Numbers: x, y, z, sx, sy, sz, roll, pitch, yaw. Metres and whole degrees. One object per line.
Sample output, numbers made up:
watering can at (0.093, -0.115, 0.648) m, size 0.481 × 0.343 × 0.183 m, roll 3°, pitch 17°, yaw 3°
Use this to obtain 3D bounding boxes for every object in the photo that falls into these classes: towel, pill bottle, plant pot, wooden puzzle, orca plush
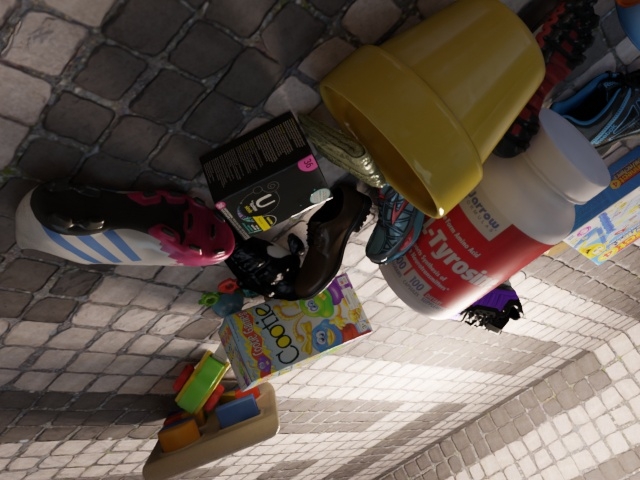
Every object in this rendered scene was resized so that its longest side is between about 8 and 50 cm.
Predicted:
towel at (0.031, -0.136, 0.926) m, size 0.027 × 0.148 × 0.110 m, roll -52°, pitch 146°, yaw -5°
pill bottle at (0.309, -0.043, 1.124) m, size 0.229 × 0.229 × 0.407 m, roll 7°, pitch 141°, yaw -39°
plant pot at (0.166, -0.201, 0.844) m, size 0.239 × 0.254 × 0.254 m, roll -43°, pitch 146°, yaw -1°
wooden puzzle at (-0.267, 0.443, 1.497) m, size 0.322 × 0.080 × 0.348 m, roll -20°, pitch -175°, yaw -6°
orca plush at (-0.095, 0.049, 1.100) m, size 0.151 × 0.102 × 0.287 m, roll -26°, pitch 137°, yaw 0°

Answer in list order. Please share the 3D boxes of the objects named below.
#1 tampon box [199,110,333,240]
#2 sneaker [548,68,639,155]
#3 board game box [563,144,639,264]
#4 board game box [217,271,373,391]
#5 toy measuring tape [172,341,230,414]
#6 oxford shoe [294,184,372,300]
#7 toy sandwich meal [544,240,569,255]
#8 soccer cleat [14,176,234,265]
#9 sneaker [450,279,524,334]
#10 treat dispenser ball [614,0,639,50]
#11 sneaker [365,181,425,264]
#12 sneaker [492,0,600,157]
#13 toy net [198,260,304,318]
tampon box at (-0.082, -0.097, 0.938) m, size 0.161 × 0.101 × 0.120 m, roll -26°, pitch 147°, yaw 4°
sneaker at (0.575, -0.256, 1.113) m, size 0.341 × 0.125 × 0.139 m, roll -29°, pitch 142°, yaw 4°
board game box at (0.757, -0.087, 1.505) m, size 0.308 × 0.086 × 0.302 m, roll -41°, pitch 144°, yaw 24°
board game box at (-0.056, 0.193, 1.272) m, size 0.275 × 0.142 × 0.144 m, roll -19°, pitch 165°, yaw -21°
toy measuring tape at (-0.261, 0.312, 1.392) m, size 0.122 × 0.121 × 0.330 m, roll 2°, pitch 139°, yaw -35°
oxford shoe at (0.000, 0.000, 1.106) m, size 0.096 × 0.083 × 0.227 m, roll 26°, pitch 89°, yaw -42°
toy sandwich meal at (0.628, 0.011, 1.617) m, size 0.086 × 0.029 × 0.085 m, roll -17°, pitch 151°, yaw -10°
soccer cleat at (-0.297, -0.015, 0.933) m, size 0.331 × 0.115 × 0.143 m, roll 13°, pitch 148°, yaw -40°
sneaker at (0.437, 0.191, 1.642) m, size 0.294 × 0.146 × 0.102 m, roll -8°, pitch 144°, yaw -25°
treat dispenser ball at (0.544, -0.359, 0.793) m, size 0.288 × 0.288 × 0.288 m, roll -17°, pitch 147°, yaw -11°
sneaker at (0.130, -0.083, 1.082) m, size 0.125 × 0.104 × 0.261 m, roll 18°, pitch 105°, yaw -31°
sneaker at (0.323, -0.270, 0.959) m, size 0.098 × 0.135 × 0.276 m, roll 24°, pitch 102°, yaw -35°
toy net at (-0.130, 0.082, 1.225) m, size 0.232 × 0.045 × 0.122 m, roll -30°, pitch 136°, yaw 5°
